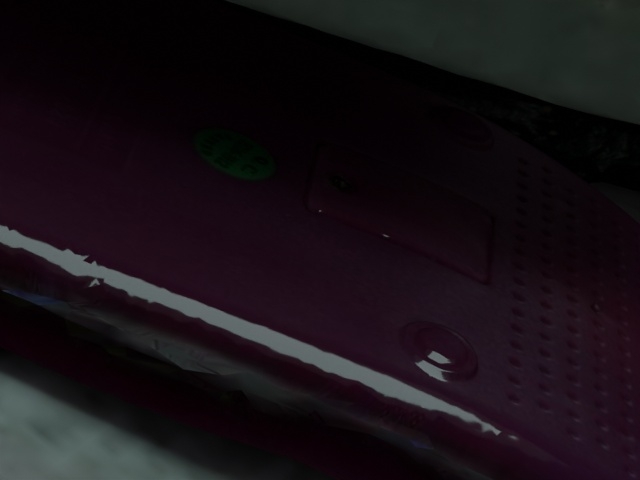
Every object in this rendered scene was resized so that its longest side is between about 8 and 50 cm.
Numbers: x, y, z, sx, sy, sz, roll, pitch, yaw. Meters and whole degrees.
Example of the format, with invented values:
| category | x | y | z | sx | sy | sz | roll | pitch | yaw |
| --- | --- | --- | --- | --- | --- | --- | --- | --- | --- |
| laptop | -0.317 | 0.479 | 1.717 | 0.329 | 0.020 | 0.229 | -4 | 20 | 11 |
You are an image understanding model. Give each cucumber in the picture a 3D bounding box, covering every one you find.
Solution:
| category | x | y | z | sx | sy | sz | roll | pitch | yaw |
| --- | --- | --- | --- | --- | --- | --- | --- | --- | --- |
| cucumber | 0.043 | -0.043 | 0.461 | 0.181 | 0.053 | 0.053 | 12 | 34 | -28 |

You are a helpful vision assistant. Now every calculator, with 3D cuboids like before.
| category | x | y | z | sx | sy | sz | roll | pitch | yaw |
| --- | --- | --- | --- | --- | --- | --- | --- | --- | --- |
| calculator | 0.000 | 0.000 | 0.365 | 0.190 | 0.034 | 0.127 | 26 | 31 | -9 |

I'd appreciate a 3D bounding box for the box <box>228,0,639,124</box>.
| category | x | y | z | sx | sy | sz | roll | pitch | yaw |
| --- | --- | --- | --- | --- | --- | --- | --- | --- | --- |
| box | -0.074 | -0.190 | 0.460 | 0.396 | 0.111 | 0.396 | 15 | 30 | -9 |
